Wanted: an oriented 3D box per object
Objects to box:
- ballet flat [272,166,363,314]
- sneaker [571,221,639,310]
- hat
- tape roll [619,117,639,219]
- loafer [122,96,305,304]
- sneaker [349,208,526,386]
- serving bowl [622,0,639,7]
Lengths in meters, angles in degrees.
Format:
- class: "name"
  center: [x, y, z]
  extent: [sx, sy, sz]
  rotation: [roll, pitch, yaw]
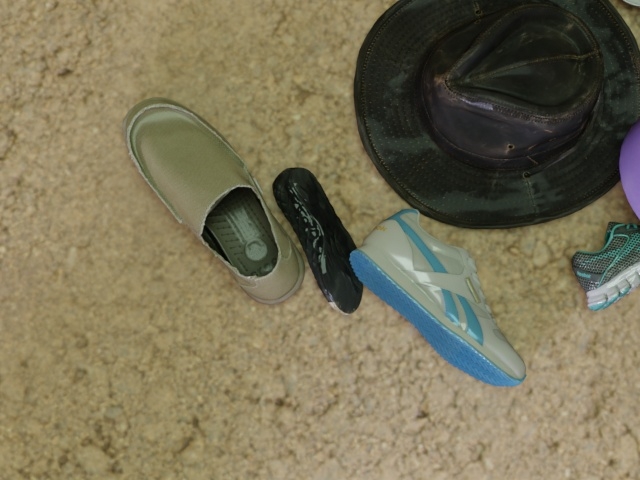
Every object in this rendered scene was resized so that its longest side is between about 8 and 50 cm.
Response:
- class: "ballet flat"
  center: [0.000, 0.000, 1.721]
  extent: [0.057, 0.049, 0.173]
  rotation: [-22, 88, -32]
- class: "sneaker"
  center: [0.345, 0.004, 1.716]
  extent: [0.166, 0.065, 0.076]
  rotation: [-32, 79, -8]
- class: "hat"
  center: [0.203, -0.167, 1.698]
  extent: [0.331, 0.134, 0.331]
  rotation: [0, 83, -2]
- class: "tape roll"
  center: [0.421, -0.079, 1.684]
  extent: [0.189, 0.080, 0.189]
  rotation: [8, 61, -15]
- class: "loafer"
  center: [-0.112, -0.050, 1.692]
  extent: [0.102, 0.092, 0.268]
  rotation: [-41, 85, -6]
- class: "sneaker"
  center: [0.142, 0.064, 1.689]
  extent: [0.228, 0.087, 0.092]
  rotation: [44, 69, -2]
- class: "serving bowl"
  center: [0.360, -0.299, 1.772]
  extent: [0.083, 0.027, 0.083]
  rotation: [0, 82, -2]
